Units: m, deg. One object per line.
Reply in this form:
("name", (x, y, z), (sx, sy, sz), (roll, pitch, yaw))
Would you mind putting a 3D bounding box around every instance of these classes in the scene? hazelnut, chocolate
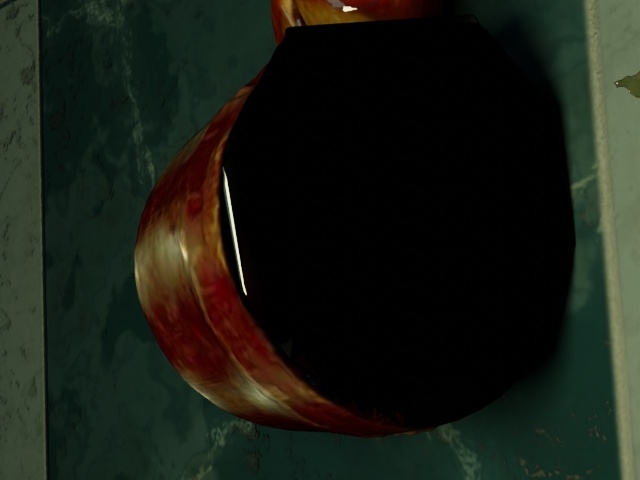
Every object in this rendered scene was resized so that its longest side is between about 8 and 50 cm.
("hazelnut", (0.031, -0.247, 1.282), (0.212, 0.181, 0.181), (-31, 86, 53))
("chocolate", (0.000, 0.000, 1.195), (0.331, 0.383, 0.384), (-7, 81, 58))

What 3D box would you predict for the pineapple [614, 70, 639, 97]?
("pineapple", (0.335, -0.041, 0.965), (0.165, 0.165, 0.365), (-38, 51, 39))
